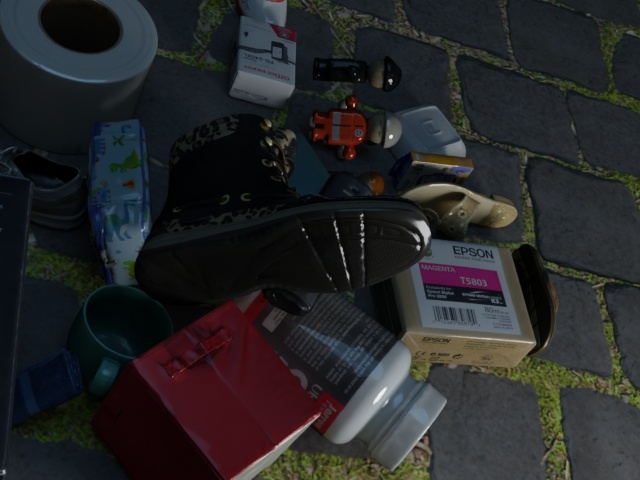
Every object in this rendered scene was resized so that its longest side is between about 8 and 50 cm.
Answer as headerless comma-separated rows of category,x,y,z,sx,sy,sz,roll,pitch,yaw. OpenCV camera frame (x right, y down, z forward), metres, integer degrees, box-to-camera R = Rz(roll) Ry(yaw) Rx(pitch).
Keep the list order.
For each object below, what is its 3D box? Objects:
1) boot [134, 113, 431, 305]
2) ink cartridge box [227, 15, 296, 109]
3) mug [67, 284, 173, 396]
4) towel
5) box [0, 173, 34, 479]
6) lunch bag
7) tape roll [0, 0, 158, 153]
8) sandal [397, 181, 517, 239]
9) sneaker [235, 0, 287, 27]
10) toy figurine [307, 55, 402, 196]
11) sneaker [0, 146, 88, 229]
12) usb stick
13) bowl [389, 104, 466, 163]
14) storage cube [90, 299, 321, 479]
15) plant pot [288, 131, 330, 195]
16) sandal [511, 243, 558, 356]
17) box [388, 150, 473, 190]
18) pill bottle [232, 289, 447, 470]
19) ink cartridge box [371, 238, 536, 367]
boot,-0.051,-0.056,1.540,0.377,0.138,0.284,-11,38,7
ink cartridge box,-0.102,-0.316,2.043,0.109,0.063,0.150,13,49,-16
mug,-0.285,0.143,1.551,0.129,0.097,0.158,47,38,15
towel,-0.366,0.191,1.486,0.119,0.029,0.067,-24,61,8
box,-0.474,0.147,1.336,0.212,0.293,0.395,10,50,-19
lunch bag,-0.286,-0.050,1.669,0.090,0.176,0.219,-5,56,-5
tape roll,-0.393,-0.280,1.804,0.246,0.169,0.246,13,50,-16
sandal,0.245,-0.039,1.970,0.240,0.088,0.079,6,46,-28
sneaker,-0.098,-0.513,2.148,0.090,0.145,0.270,8,51,-20
toy figurine,0.056,-0.186,1.913,0.148,0.209,0.213,3,47,-3
sneaker,-0.468,-0.105,1.662,0.281,0.115,0.105,11,50,-18
usb stick,0.000,0.000,1.610,0.077,0.045,0.278,30,45,1
bowl,0.191,-0.188,2.089,0.142,0.053,0.142,-17,64,-34
storage cube,-0.150,0.229,1.485,0.184,0.215,0.193,-32,78,-40
plant pot,-0.107,-0.025,1.748,0.234,0.165,0.165,-20,64,-28
sandal,0.359,0.102,1.931,0.060,0.090,0.219,32,35,-30
box,0.189,-0.117,2.011,0.136,0.081,0.028,3,53,-23
pill bottle,0.016,0.175,1.628,0.318,0.176,0.176,38,47,7
ink cartridge box,0.207,0.097,1.843,0.235,0.088,0.193,5,53,-21
